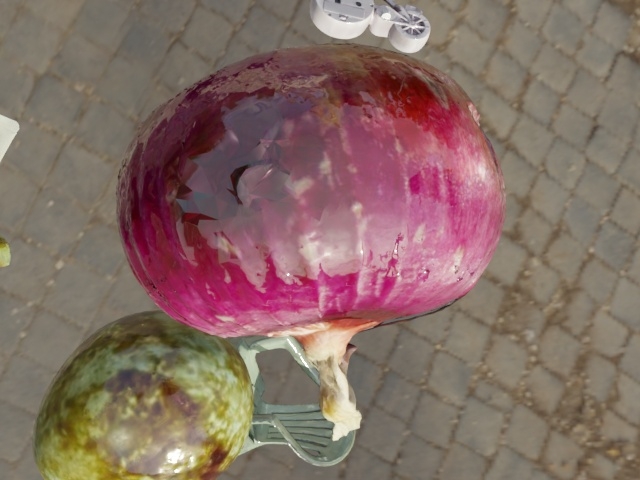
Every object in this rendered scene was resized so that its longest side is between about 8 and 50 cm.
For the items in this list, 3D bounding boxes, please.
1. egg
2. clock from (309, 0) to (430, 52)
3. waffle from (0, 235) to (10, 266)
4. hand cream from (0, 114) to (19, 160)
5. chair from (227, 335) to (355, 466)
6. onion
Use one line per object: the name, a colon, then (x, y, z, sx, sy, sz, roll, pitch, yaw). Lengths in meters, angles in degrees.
egg: (-0.223, 0.217, 1.482, 0.289, 0.238, 0.238, -32, 94, 0)
clock: (0.054, -0.244, 1.259, 0.129, 0.041, 0.087, 17, 57, -5)
waffle: (-0.335, 0.000, 0.832, 0.204, 0.054, 0.223, -47, 115, -21)
hand cream: (-0.438, -0.048, 1.415, 0.080, 0.050, 0.234, 24, 89, -29)
chair: (-0.106, 0.259, 1.852, 0.203, 0.275, 0.190, -79, 151, -52)
onion: (-0.007, -0.030, 0.853, 0.272, 0.256, 0.230, 57, 18, 17)
